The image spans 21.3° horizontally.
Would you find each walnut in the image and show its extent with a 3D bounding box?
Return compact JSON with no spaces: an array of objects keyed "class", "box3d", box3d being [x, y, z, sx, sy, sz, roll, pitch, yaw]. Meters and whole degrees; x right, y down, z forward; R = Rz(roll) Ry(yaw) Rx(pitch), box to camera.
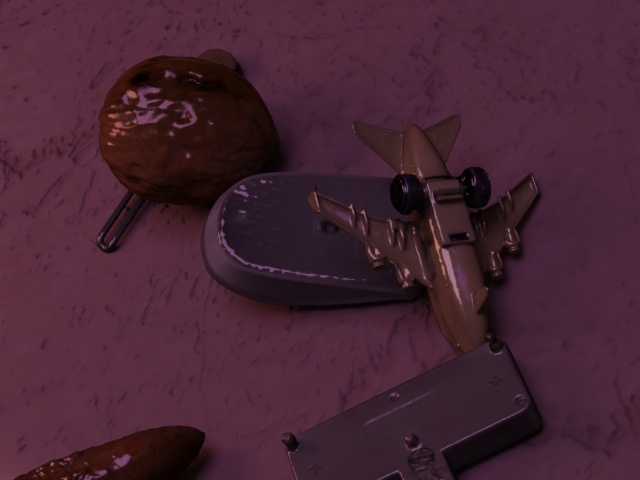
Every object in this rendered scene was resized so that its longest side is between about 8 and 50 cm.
[{"class":"walnut","box3d":[-0.132,-0.110,1.728,0.184,0.155,0.155,5,54,3]}]

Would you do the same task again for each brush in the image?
[{"class":"brush","box3d":[-0.165,-0.099,1.814,0.062,0.027,0.266,17,64,29]}]

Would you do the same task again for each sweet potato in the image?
[{"class":"sweet potato","box3d":[-0.252,0.269,1.528,0.114,0.092,0.341,40,77,16]}]

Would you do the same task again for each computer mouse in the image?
[{"class":"computer mouse","box3d":[0.000,0.000,1.623,0.231,0.079,0.128,6,66,8]}]

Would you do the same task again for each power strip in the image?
[{"class":"power strip","box3d":[0.085,0.182,1.443,0.216,0.061,0.145,-28,46,5]}]

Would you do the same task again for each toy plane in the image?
[{"class":"toy plane","box3d":[0.110,-0.008,1.540,0.229,0.092,0.244,-6,60,-22]}]
